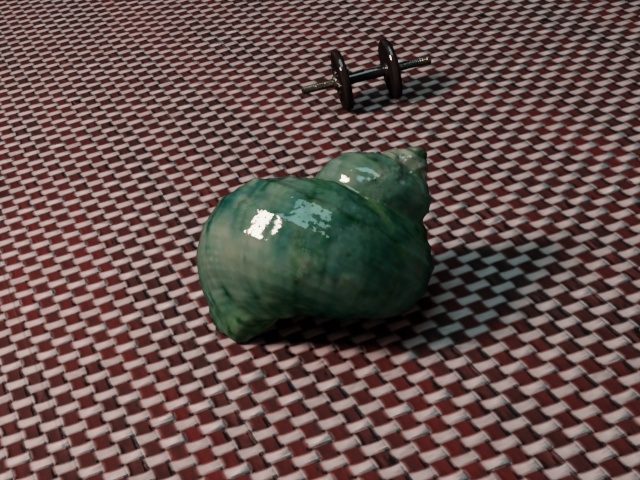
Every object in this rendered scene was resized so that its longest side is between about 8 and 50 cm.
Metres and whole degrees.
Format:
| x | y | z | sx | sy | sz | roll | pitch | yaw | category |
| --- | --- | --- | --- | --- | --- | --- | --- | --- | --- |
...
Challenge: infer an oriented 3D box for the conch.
| x | y | z | sx | sy | sz | roll | pitch | yaw | category |
| --- | --- | --- | --- | --- | --- | --- | --- | --- | --- |
| 0.002 | -0.003 | 1.099 | 0.202 | 0.134 | 0.196 | -20 | 29 | -13 | conch |

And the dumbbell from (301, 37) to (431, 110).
| x | y | z | sx | sy | sz | roll | pitch | yaw | category |
| --- | --- | --- | --- | --- | --- | --- | --- | --- | --- |
| 0.050 | -0.182 | 1.496 | 0.147 | 0.069 | 0.069 | -15 | 27 | -6 | dumbbell |
